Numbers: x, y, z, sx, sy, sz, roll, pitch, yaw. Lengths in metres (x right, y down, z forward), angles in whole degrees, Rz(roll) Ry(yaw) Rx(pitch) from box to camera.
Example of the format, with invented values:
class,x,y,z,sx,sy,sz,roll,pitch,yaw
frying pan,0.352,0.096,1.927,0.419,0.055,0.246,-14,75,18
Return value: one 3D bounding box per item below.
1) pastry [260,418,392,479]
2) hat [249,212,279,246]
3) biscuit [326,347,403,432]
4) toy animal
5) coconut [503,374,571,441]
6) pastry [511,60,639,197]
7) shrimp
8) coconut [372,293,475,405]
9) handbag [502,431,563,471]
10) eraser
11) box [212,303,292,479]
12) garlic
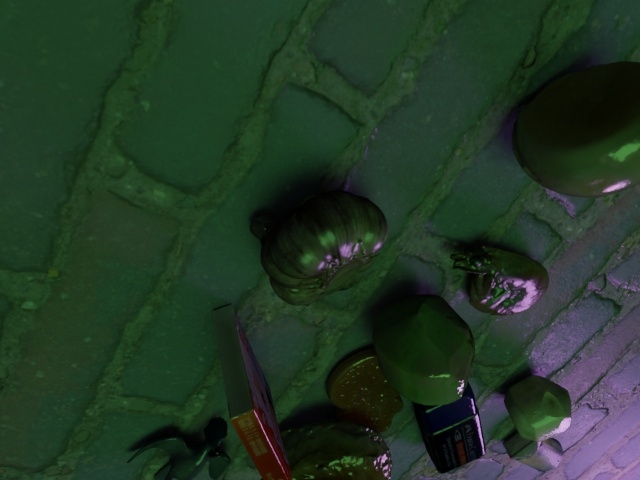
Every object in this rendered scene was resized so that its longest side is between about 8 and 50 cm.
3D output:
class,x,y,z,sx,sy,sz,roll,pitch,yaw
pastry,0.026,0.552,1.240,0.329,0.136,0.330,-2,131,-2
hat,-0.098,-0.018,0.905,0.058,0.042,0.087,-47,159,-5
biscuit,0.117,0.366,1.227,0.202,0.044,0.289,-14,127,-7
toy animal,-0.296,0.502,1.170,0.255,0.176,0.239,-21,132,41
coconut,0.582,0.442,1.357,0.162,0.161,0.161,-25,127,12
pastry,0.453,-0.183,0.840,0.265,0.265,0.133,-40,123,11
shrimp,0.373,0.091,1.104,0.317,0.077,0.168,19,118,-31
coconut,0.212,0.214,1.053,0.204,0.236,0.236,6,129,21
handbag,0.650,0.630,1.550,0.173,0.095,0.117,33,114,-24
eraser,0.337,0.474,1.333,0.155,0.101,0.332,-23,128,-3
box,-0.128,0.302,0.969,0.048,0.265,0.273,-20,128,-6
garlic,0.000,0.000,0.874,0.245,0.160,0.245,-29,161,-11
